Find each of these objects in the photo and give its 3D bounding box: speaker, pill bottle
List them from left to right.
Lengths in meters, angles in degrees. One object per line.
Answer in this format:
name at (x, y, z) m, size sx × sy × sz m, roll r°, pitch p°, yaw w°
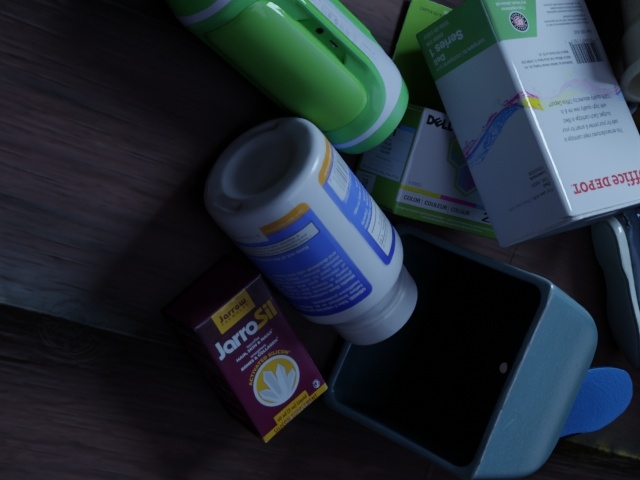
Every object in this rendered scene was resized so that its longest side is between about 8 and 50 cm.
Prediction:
speaker at (-0.034, -0.217, 1.445) m, size 0.296 × 0.131 × 0.131 m, roll 38°, pitch 81°, yaw -37°
pill bottle at (0.000, 0.000, 1.515) m, size 0.152 × 0.152 × 0.272 m, roll -49°, pitch 130°, yaw -13°

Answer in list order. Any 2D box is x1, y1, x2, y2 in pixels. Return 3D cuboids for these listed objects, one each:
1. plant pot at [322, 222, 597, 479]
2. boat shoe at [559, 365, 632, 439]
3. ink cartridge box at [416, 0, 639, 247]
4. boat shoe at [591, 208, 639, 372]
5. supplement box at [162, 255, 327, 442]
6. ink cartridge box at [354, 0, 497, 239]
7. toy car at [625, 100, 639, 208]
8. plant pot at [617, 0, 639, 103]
plant pot at (0.205, 0.153, 1.665) m, size 0.252 × 0.248 × 0.247 m, roll 21°, pitch 92°, yaw -50°
boat shoe at (0.315, 0.226, 1.854) m, size 0.258 × 0.089 × 0.109 m, roll -12°, pitch 98°, yaw -26°
ink cartridge box at (0.260, -0.147, 1.568) m, size 0.201 × 0.117 × 0.278 m, roll -13°, pitch 79°, yaw -44°
boat shoe at (0.449, 0.067, 1.894) m, size 0.079 × 0.095 × 0.254 m, roll -22°, pitch 107°, yaw -16°
supplement box at (-0.086, 0.126, 1.542) m, size 0.104 × 0.081 × 0.188 m, roll -40°, pitch 123°, yaw -18°
ink cartridge box at (0.165, -0.148, 1.623) m, size 0.189 × 0.097 × 0.255 m, roll 12°, pitch 98°, yaw -37°
toy car at (0.363, -0.109, 1.752) m, size 0.188 × 0.155 × 0.149 m, roll -6°, pitch 108°, yaw -20°
plant pot at (0.485, -0.370, 1.624) m, size 0.334 × 0.334 × 0.305 m, roll -7°, pitch 77°, yaw -33°
